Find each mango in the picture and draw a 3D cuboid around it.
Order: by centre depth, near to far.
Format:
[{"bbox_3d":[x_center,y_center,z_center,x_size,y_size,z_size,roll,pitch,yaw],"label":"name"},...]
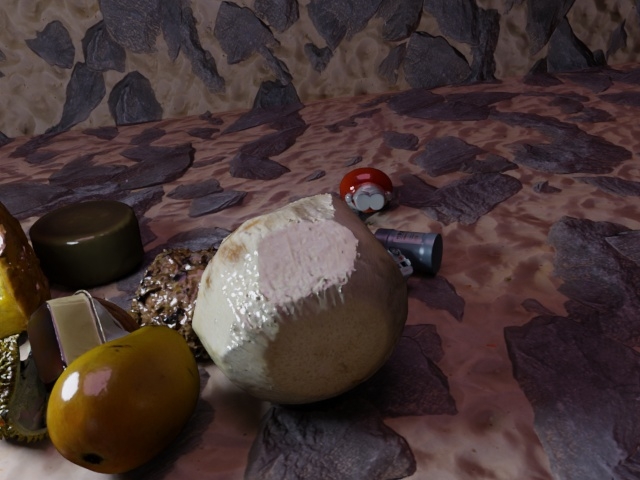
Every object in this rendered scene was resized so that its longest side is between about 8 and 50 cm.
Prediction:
[{"bbox_3d":[-0.320,0.261,1.300,0.173,0.211,0.317,-38,3,34],"label":"mango"}]

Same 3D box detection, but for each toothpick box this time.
[{"bbox_3d":[0.211,0.025,1.858,0.153,0.101,0.101,6,25,23],"label":"toothpick box"}]

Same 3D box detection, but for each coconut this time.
[{"bbox_3d":[-0.049,0.104,1.424,0.416,0.344,0.415,-3,26,1],"label":"coconut"}]

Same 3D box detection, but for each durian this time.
[{"bbox_3d":[-0.565,0.286,1.369,0.138,0.193,0.237,-30,12,6],"label":"durian"}]

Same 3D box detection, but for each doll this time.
[{"bbox_3d":[0.137,-0.153,2.265,0.161,0.129,0.290,-6,17,1],"label":"doll"}]

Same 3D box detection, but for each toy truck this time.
[{"bbox_3d":[0.141,0.087,1.732,0.178,0.080,0.115,-16,55,-47],"label":"toy truck"}]

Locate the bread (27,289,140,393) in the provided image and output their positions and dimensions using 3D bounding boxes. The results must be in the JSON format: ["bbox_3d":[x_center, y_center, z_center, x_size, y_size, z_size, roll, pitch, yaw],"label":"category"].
[{"bbox_3d":[-0.439,0.210,1.456,0.212,0.142,0.224,15,40,-51],"label":"bread"}]

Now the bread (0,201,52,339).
[{"bbox_3d":[-0.762,0.053,1.732,0.215,0.398,0.398,-26,27,-14],"label":"bread"}]

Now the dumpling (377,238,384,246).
[{"bbox_3d":[0.001,0.016,1.799,0.293,0.163,0.204,5,9,22],"label":"dumpling"}]

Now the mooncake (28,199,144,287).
[{"bbox_3d":[-0.618,0.010,2.034,0.285,0.155,0.284,-3,24,1],"label":"mooncake"}]

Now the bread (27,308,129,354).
[{"bbox_3d":[-0.510,0.214,1.672,0.267,0.040,0.267,-5,23,2],"label":"bread"}]

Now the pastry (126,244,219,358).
[{"bbox_3d":[-0.273,0.143,1.629,0.275,0.192,0.274,2,47,-2],"label":"pastry"}]
